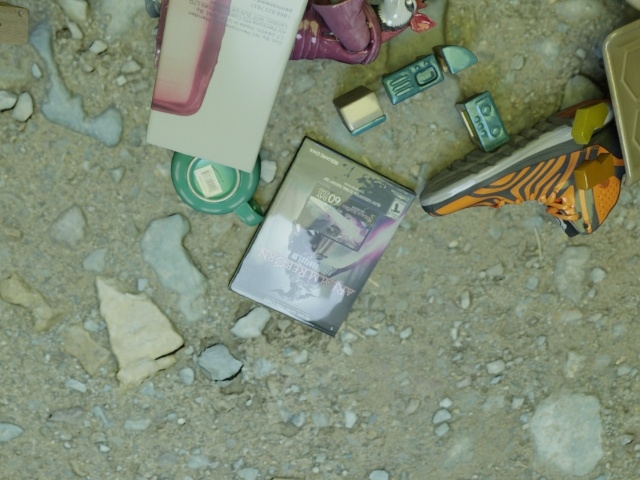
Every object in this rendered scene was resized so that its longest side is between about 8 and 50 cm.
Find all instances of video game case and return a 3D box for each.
[{"bbox_3d":[0.000,0.000,1.054,0.196,0.026,0.274,26,103,-11],"label":"video game case"}]

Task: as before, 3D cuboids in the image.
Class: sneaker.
[{"bbox_3d":[0.321,-0.069,1.000,0.321,0.124,0.180,-24,106,4],"label":"sneaker"}]

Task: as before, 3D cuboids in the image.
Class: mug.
[{"bbox_3d":[-0.140,-0.098,0.975,0.158,0.097,0.129,21,105,-9],"label":"mug"}]

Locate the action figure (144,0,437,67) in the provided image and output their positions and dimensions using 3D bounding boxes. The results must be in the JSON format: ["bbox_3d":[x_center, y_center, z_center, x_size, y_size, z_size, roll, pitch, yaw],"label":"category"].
[{"bbox_3d":[-0.036,-0.272,0.850,0.371,0.248,0.275,4,108,-2],"label":"action figure"}]

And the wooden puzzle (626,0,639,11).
[{"bbox_3d":[0.436,-0.532,0.855,0.322,0.080,0.347,35,91,-15],"label":"wooden puzzle"}]

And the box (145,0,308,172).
[{"bbox_3d":[-0.097,-0.216,0.712,0.127,0.148,0.232,15,133,-11],"label":"box"}]

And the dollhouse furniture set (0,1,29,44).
[{"bbox_3d":[-0.451,-0.429,0.779,0.174,0.303,0.355,21,112,29],"label":"dollhouse furniture set"}]

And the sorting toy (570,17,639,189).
[{"bbox_3d":[0.453,-0.199,0.954,0.307,0.041,0.228,-26,111,-26],"label":"sorting toy"}]

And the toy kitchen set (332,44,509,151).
[{"bbox_3d":[0.149,-0.171,0.958,0.207,0.122,0.166,-27,107,5],"label":"toy kitchen set"}]
